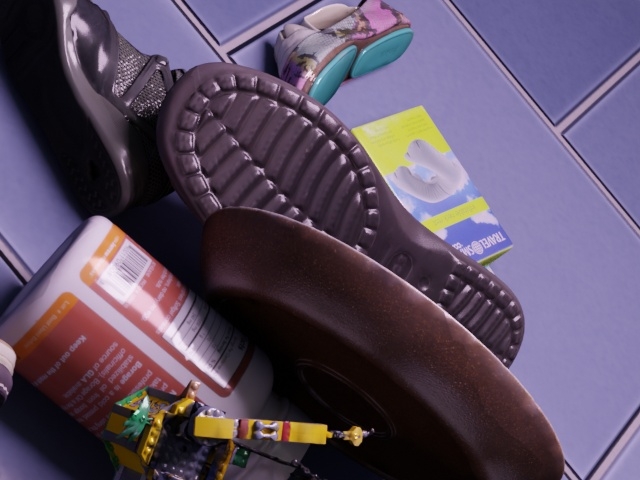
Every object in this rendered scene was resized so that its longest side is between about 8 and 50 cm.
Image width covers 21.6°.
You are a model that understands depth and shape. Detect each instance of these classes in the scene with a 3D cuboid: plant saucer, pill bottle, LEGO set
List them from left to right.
[{"bbox_3d":[-0.113,0.094,1.165,0.216,0.121,0.121,41,42,-10],"label":"pill bottle"},{"bbox_3d":[-0.004,0.238,1.043,0.331,0.192,0.255,34,76,-27],"label":"LEGO set"},{"bbox_3d":[0.029,0.097,1.184,0.310,0.310,0.050,41,69,-10],"label":"plant saucer"}]

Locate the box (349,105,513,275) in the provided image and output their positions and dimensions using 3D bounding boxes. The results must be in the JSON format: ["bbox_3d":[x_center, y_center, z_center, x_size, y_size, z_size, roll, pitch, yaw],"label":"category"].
[{"bbox_3d":[0.096,-0.029,1.499,0.109,0.042,0.178,-23,76,-47],"label":"box"}]

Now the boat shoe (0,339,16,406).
[{"bbox_3d":[-0.320,0.093,1.004,0.285,0.103,0.092,8,61,-33],"label":"boat shoe"}]

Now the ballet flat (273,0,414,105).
[{"bbox_3d":[0.007,-0.172,1.514,0.079,0.077,0.221,36,35,12],"label":"ballet flat"}]

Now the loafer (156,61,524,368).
[{"bbox_3d":[0.000,0.000,1.327,0.366,0.130,0.134,43,79,-25],"label":"loafer"}]

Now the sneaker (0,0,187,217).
[{"bbox_3d":[-0.166,-0.133,1.316,0.130,0.087,0.227,-18,77,-49],"label":"sneaker"}]
